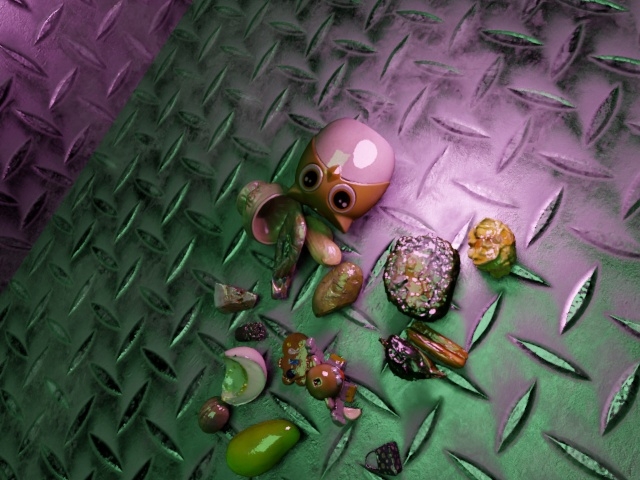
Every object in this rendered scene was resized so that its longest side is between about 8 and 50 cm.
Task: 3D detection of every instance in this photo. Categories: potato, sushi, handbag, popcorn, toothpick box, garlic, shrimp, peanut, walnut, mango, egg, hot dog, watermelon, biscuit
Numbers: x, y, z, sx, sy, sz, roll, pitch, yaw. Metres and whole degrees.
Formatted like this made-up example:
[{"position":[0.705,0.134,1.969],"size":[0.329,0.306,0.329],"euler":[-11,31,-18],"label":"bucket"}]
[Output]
[{"position":[0.075,0.228,1.890],"size":[0.176,0.141,0.298],"euler":[44,102,29],"label":"potato"},{"position":[0.412,0.149,1.757],"size":[0.294,0.178,0.351],"euler":[12,77,26],"label":"sushi"},{"position":[0.237,0.863,1.661],"size":[0.139,0.072,0.115],"euler":[-20,69,20],"label":"handbag"},{"position":[0.673,0.025,1.671],"size":[0.181,0.217,0.234],"euler":[-6,60,24],"label":"popcorn"},{"position":[0.095,-0.290,1.890],"size":[0.409,0.409,0.425],"euler":[34,91,27],"label":"toothpick box"},{"position":[0.129,0.724,1.766],"size":[0.084,0.041,0.053],"euler":[-3,59,13],"label":"garlic"},{"position":[-0.145,0.069,1.967],"size":[0.221,0.110,0.445],"euler":[39,119,58],"label":"shrimp"},{"position":[0.000,0.000,1.974],"size":[0.148,0.147,0.318],"euler":[-41,52,6],"label":"peanut"},{"position":[-0.489,0.797,1.936],"size":[0.162,0.140,0.140],"euler":[-45,63,-7],"label":"walnut"},{"position":[-0.242,0.875,1.799],"size":[0.343,0.156,0.192],"euler":[-29,66,10],"label":"mango"},{"position":[-0.346,0.588,1.932],"size":[0.207,0.161,0.270],"euler":[-2,110,-3],"label":"egg"},{"position":[0.462,0.416,1.697],"size":[0.269,0.072,0.115],"euler":[32,50,32],"label":"hot dog"},{"position":[-0.417,0.289,2.101],"size":[0.242,0.094,0.153],"euler":[-1,81,19],"label":"watermelon"},{"position":[0.350,0.492,1.692],"size":[0.287,0.140,0.149],"euler":[38,83,28],"label":"sushi"},{"position":[-0.113,0.537,1.923],"size":[0.180,0.039,0.236],"euler":[-5,70,21],"label":"biscuit"}]

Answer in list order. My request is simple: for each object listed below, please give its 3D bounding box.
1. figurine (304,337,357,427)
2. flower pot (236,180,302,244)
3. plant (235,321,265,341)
[{"position":[0.030,0.569,1.716],"size":[0.167,0.285,0.342],"euler":[-48,61,4],"label":"figurine"},{"position":[-0.269,-0.154,2.066],"size":[0.307,0.307,0.244],"euler":[-51,48,0],"label":"flower pot"},{"position":[-0.334,0.436,2.015],"size":[0.143,0.092,0.094],"euler":[-14,61,24],"label":"plant"}]
